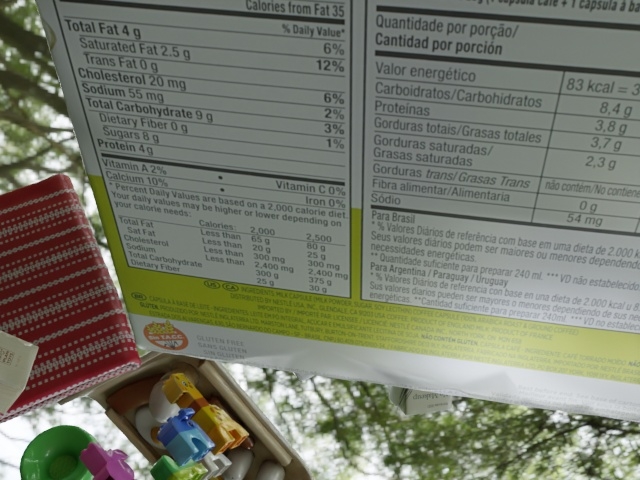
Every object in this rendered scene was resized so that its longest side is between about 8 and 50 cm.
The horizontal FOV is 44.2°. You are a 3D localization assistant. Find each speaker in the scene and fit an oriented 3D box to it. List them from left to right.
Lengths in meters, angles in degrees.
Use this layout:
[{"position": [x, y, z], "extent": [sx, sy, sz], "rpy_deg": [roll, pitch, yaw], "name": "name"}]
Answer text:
[{"position": [-0.368, 0.410, 1.232], "extent": [0.131, 0.131, 0.297], "rpy_deg": [50, -23, 37], "name": "speaker"}]

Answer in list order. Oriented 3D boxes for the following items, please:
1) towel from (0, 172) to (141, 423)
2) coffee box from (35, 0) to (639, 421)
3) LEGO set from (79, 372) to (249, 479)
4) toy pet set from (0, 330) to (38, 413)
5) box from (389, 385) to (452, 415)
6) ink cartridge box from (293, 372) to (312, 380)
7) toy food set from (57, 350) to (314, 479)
[{"position": [-0.296, 0.052, 0.731], "extent": [0.275, 0.198, 0.031], "rpy_deg": [56, -18, 39], "name": "towel"}, {"position": [0.069, -0.136, 0.502], "extent": [0.334, 0.338, 0.338], "rpy_deg": [87, 14, -45], "name": "coffee box"}, {"position": [-0.145, 0.187, 0.777], "extent": [0.087, 0.227, 0.093], "rpy_deg": [-46, -106, 6], "name": "LEGO set"}, {"position": [-0.252, 0.110, 0.540], "extent": [0.114, 0.065, 0.122], "rpy_deg": [-46, -152, 30], "name": "toy pet set"}, {"position": [0.206, 0.209, 1.613], "extent": [0.094, 0.113, 0.275], "rpy_deg": [-149, -124, -69], "name": "box"}, {"position": [0.000, 0.000, 0.860], "extent": [0.197, 0.198, 0.270], "rpy_deg": [65, -9, -6], "name": "ink cartridge box"}, {"position": [-0.177, 0.281, 1.043], "extent": [0.219, 0.092, 0.306], "rpy_deg": [-29, -74, 30], "name": "toy food set"}]
